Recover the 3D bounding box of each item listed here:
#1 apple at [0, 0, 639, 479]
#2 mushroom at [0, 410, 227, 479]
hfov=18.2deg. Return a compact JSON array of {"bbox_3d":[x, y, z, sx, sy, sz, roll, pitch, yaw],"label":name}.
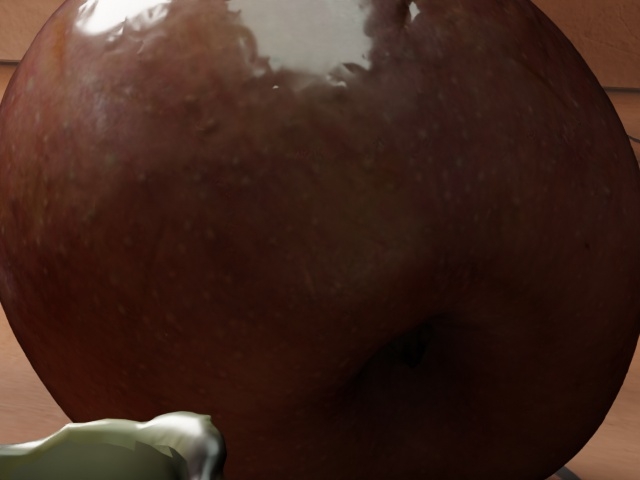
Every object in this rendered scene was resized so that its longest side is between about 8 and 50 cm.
[{"bbox_3d":[0.000,0.000,0.906,0.305,0.306,0.235,0,39,-23],"label":"apple"},{"bbox_3d":[-0.073,0.156,0.423,0.189,0.164,0.267,-4,18,-20],"label":"mushroom"}]
